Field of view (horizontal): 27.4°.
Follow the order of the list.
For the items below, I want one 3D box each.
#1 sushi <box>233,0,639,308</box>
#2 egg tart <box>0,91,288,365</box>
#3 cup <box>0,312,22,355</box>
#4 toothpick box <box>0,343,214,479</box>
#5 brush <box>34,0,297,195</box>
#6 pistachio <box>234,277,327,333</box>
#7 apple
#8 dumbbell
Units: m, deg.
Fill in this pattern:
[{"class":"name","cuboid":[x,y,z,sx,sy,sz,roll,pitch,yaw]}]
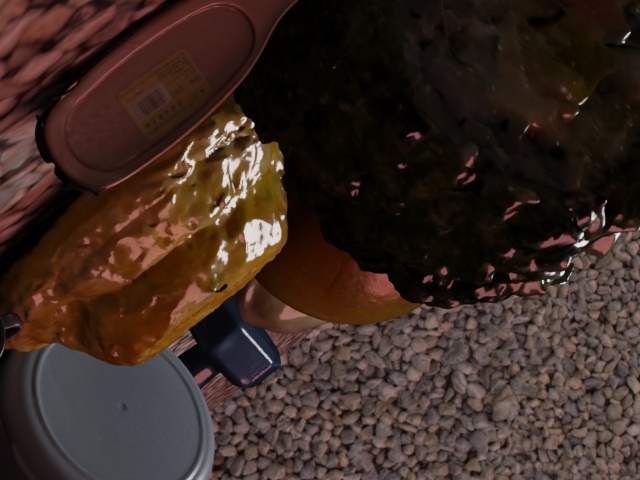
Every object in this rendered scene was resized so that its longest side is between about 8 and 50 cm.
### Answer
[{"class":"sushi","cuboid":[0.131,-0.110,0.990,0.352,0.294,0.178,-35,176,-41]},{"class":"egg tart","cuboid":[-0.128,0.010,1.114,0.319,0.128,0.319,-39,175,-4]},{"class":"cup","cuboid":[-0.278,0.080,1.004,0.100,0.078,0.077,-14,164,-35]},{"class":"toothpick box","cuboid":[-0.291,0.269,1.381,0.355,0.263,0.263,-42,172,35]},{"class":"brush","cuboid":[-0.052,-0.146,0.843,0.313,0.072,0.067,-40,-165,-7]},{"class":"pistachio","cuboid":[0.000,0.000,1.533,0.288,0.166,0.197,-25,142,-43]},{"class":"apple","cuboid":[0.030,-0.033,1.262,0.208,0.237,0.237,12,143,-30]},{"class":"dumbbell","cuboid":[-0.214,0.209,1.821,0.325,0.144,0.160,-38,174,2]}]
